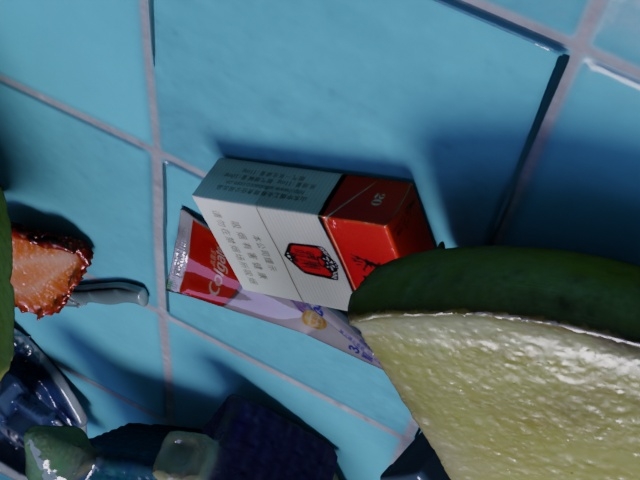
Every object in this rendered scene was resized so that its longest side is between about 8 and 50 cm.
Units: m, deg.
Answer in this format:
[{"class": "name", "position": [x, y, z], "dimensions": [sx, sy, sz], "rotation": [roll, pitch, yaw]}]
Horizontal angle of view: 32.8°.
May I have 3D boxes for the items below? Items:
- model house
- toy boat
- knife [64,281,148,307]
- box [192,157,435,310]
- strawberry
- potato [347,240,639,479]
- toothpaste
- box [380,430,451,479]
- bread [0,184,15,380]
[{"class": "model house", "position": [-0.135, 0.288, 1.062], "dimensions": [0.312, 0.245, 0.280], "rotation": [4, 144, 24]}, {"class": "toy boat", "position": [-0.344, 0.176, 1.197], "dimensions": [0.142, 0.129, 0.309], "rotation": [15, 145, 45]}, {"class": "knife", "position": [-0.231, 0.052, 1.034], "dimensions": [0.210, 0.015, 0.028], "rotation": [-3, 140, 44]}, {"class": "box", "position": [0.000, 0.000, 0.728], "dimensions": [0.152, 0.048, 0.100], "rotation": [12, 145, 33]}, {"class": "strawberry", "position": [-0.259, 0.020, 0.986], "dimensions": [0.152, 0.048, 0.104], "rotation": [-13, 121, 33]}, {"class": "potato", "position": [0.190, 0.090, 0.632], "dimensions": [0.255, 0.112, 0.269], "rotation": [-2, 137, 36]}, {"class": "toothpaste", "position": [0.015, 0.072, 0.819], "dimensions": [0.301, 0.048, 0.075], "rotation": [27, 153, 12]}, {"class": "box", "position": [0.097, 0.179, 0.852], "dimensions": [0.054, 0.099, 0.074], "rotation": [53, 145, -5]}, {"class": "bread", "position": [-0.442, 0.004, 0.815], "dimensions": [0.362, 0.244, 0.233], "rotation": [-14, 139, 1]}]
